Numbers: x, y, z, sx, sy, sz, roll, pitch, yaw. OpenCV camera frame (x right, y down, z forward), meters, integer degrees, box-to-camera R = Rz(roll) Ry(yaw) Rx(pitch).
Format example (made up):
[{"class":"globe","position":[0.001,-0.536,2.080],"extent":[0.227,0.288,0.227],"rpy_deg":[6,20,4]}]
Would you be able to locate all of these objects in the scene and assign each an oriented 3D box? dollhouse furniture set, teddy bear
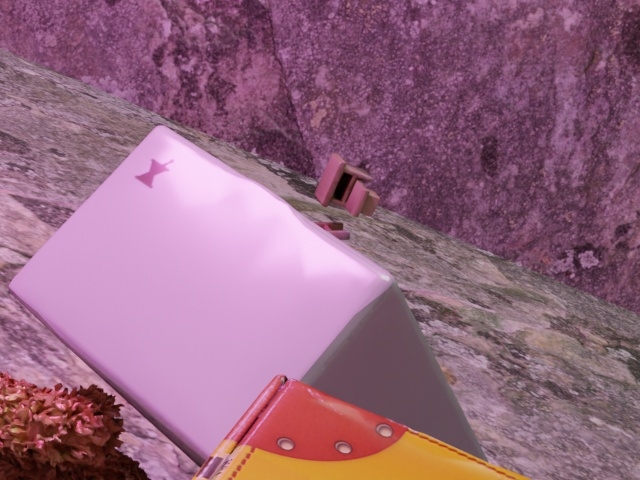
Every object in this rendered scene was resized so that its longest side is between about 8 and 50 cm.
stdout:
[{"class":"dollhouse furniture set","position":[0.000,0.000,1.232],"extent":[0.101,0.161,0.182],"rpy_deg":[19,14,-21]},{"class":"teddy bear","position":[-0.202,0.158,0.814],"extent":[0.338,0.113,0.245],"rpy_deg":[28,-30,13]}]

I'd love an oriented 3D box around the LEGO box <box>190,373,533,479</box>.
[{"class":"LEGO box","position":[0.038,0.299,0.338],"extent":[0.372,0.193,0.500],"rpy_deg":[22,30,13]}]

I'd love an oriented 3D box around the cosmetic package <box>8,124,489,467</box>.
[{"class":"cosmetic package","position":[-0.017,0.136,0.893],"extent":[0.230,0.161,0.453],"rpy_deg":[33,-15,33]}]
